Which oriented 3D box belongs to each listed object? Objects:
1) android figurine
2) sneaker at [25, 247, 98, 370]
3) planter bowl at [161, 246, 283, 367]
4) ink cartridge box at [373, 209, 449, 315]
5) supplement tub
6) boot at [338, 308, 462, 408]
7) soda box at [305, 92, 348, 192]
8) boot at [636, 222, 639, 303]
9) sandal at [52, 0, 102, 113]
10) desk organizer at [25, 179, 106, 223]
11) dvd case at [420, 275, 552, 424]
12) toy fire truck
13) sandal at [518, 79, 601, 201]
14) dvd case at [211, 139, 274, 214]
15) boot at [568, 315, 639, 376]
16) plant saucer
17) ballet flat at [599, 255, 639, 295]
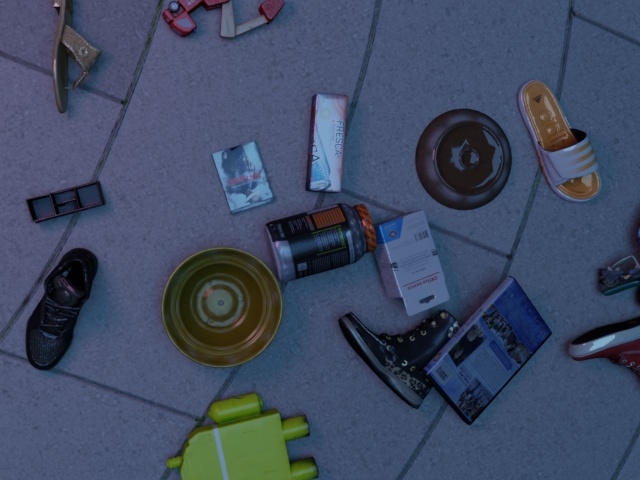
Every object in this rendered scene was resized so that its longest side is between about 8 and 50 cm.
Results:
[{"bbox_3d":[-0.146,0.415,1.632,0.272,0.056,0.248,-13,94,-10],"label":"android figurine"},{"bbox_3d":[-0.461,0.124,1.532,0.087,0.130,0.228,25,89,-8],"label":"sneaker"},{"bbox_3d":[-0.180,0.117,1.599,0.217,0.090,0.217,0,92,-9],"label":"planter bowl"},{"bbox_3d":[0.167,0.043,1.662,0.104,0.060,0.180,-19,95,-24],"label":"ink cartridge box"},{"bbox_3d":[0.000,0.000,1.614,0.190,0.117,0.117,-15,94,-9],"label":"supplement tub"},{"bbox_3d":[0.162,0.182,1.666,0.178,0.085,0.236,-44,105,-8],"label":"boot"},{"bbox_3d":[0.011,-0.181,1.640,0.062,0.058,0.183,4,91,-10],"label":"soda box"},{"bbox_3d":[0.668,0.022,1.769,0.106,0.082,0.219,29,98,16],"label":"boot"},{"bbox_3d":[-0.425,-0.346,1.544,0.079,0.088,0.240,-2,87,-4],"label":"sandal"},{"bbox_3d":[-0.454,-0.069,1.565,0.130,0.050,0.047,-16,94,-9],"label":"desk organizer"},{"bbox_3d":[0.324,0.214,1.685,0.253,0.022,0.180,-46,123,-9],"label":"dvd case"},{"bbox_3d":[-0.178,-0.420,1.605,0.192,0.047,0.135,-40,99,-6],"label":"toy fire truck"},{"bbox_3d":[0.469,-0.192,1.711,0.102,0.076,0.265,-31,97,-7],"label":"sandal"},{"bbox_3d":[-0.144,-0.118,1.637,0.087,0.013,0.120,-18,96,-9],"label":"dvd case"},{"bbox_3d":[0.619,0.251,1.749,0.244,0.088,0.176,-12,95,-13],"label":"boot"},{"bbox_3d":[0.283,-0.158,1.700,0.198,0.036,0.199,0,91,-9],"label":"plant saucer"},{"bbox_3d":[0.630,0.055,1.711,0.188,0.070,0.070,-19,97,33],"label":"ballet flat"}]
